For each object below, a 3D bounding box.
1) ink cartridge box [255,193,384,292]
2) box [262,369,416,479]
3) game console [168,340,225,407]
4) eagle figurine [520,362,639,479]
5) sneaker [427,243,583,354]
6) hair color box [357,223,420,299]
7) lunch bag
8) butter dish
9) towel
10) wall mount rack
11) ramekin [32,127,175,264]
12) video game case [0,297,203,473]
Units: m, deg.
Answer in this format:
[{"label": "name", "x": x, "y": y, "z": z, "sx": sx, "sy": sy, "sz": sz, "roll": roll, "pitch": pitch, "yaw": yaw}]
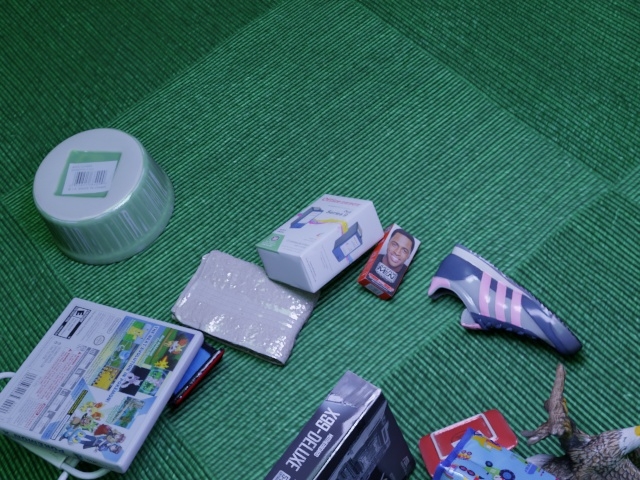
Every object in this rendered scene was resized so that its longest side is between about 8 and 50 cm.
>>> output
[{"label": "ink cartridge box", "x": 0.000, "y": 0.000, "z": 1.817, "sx": 0.212, "sy": 0.093, "sz": 0.154, "roll": -35, "pitch": 29, "yaw": -29}, {"label": "box", "x": 0.037, "y": 0.392, "z": 1.481, "sx": 0.077, "sy": 0.307, "sz": 0.242, "roll": 27, "pitch": 66, "yaw": 33}, {"label": "game console", "x": -0.270, "y": 0.252, "z": 1.776, "sx": 0.085, "sy": 0.124, "sz": 0.144, "roll": 41, "pitch": 72, "yaw": 3}, {"label": "eagle figurine", "x": 0.486, "y": 0.361, "z": 1.431, "sx": 0.298, "sy": 0.225, "sz": 0.226, "roll": 34, "pitch": 73, "yaw": -2}, {"label": "sneaker", "x": 0.347, "y": 0.143, "z": 1.711, "sx": 0.319, "sy": 0.112, "sz": 0.131, "roll": 39, "pitch": 89, "yaw": 33}, {"label": "hair color box", "x": 0.140, "y": 0.043, "z": 1.825, "sx": 0.072, "sy": 0.043, "sz": 0.141, "roll": 34, "pitch": 65, "yaw": -11}, {"label": "lunch bag", "x": 0.260, "y": 0.486, "z": 1.412, "sx": 0.221, "sy": 0.293, "sz": 0.138, "roll": 28, "pitch": 29, "yaw": 21}, {"label": "butter dish", "x": 0.268, "y": 0.388, "z": 1.555, "sx": 0.160, "sy": 0.118, "sz": 0.160, "roll": -22, "pitch": 12, "yaw": 1}, {"label": "towel", "x": -0.158, "y": 0.132, "z": 1.847, "sx": 0.282, "sy": 0.049, "sz": 0.187, "roll": 17, "pitch": 63, "yaw": 22}, {"label": "wall mount rack", "x": -0.538, "y": 0.413, "z": 1.709, "sx": 0.350, "sy": 0.130, "sz": 0.304, "roll": 22, "pitch": 61, "yaw": 24}, {"label": "ramekin", "x": -0.497, "y": -0.110, "z": 2.018, "sx": 0.304, "sy": 0.148, "sz": 0.303, "roll": -6, "pitch": 57, "yaw": 9}, {"label": "video game case", "x": -0.429, "y": 0.266, "z": 1.714, "sx": 0.300, "sy": 0.036, "sz": 0.329, "roll": 13, "pitch": 45, "yaw": 16}]
